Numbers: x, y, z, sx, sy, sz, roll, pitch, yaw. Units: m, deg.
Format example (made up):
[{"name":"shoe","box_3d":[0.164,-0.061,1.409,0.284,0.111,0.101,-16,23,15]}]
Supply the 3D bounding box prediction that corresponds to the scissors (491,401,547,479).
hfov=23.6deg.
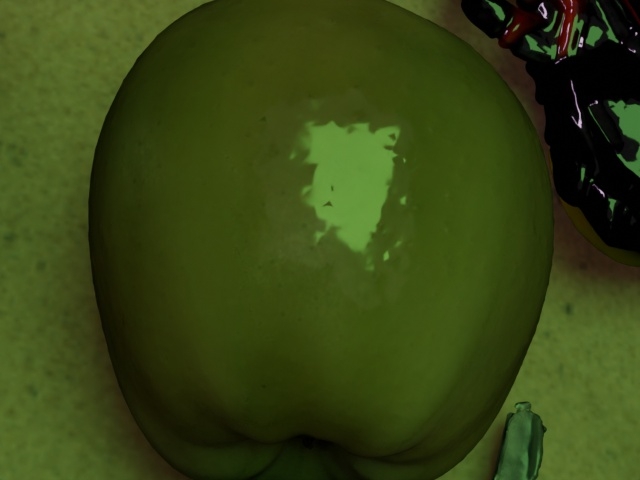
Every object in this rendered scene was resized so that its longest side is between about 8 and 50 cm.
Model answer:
[{"name":"scissors","box_3d":[0.056,0.229,0.596,0.191,0.029,0.360,18,65,-10]}]

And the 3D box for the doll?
[{"name":"doll","box_3d":[0.144,-0.072,0.740,0.127,0.088,0.249,-31,70,-8]}]

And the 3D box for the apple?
[{"name":"apple","box_3d":[0.000,0.000,0.593,0.200,0.200,0.200,8,65,-17]}]
